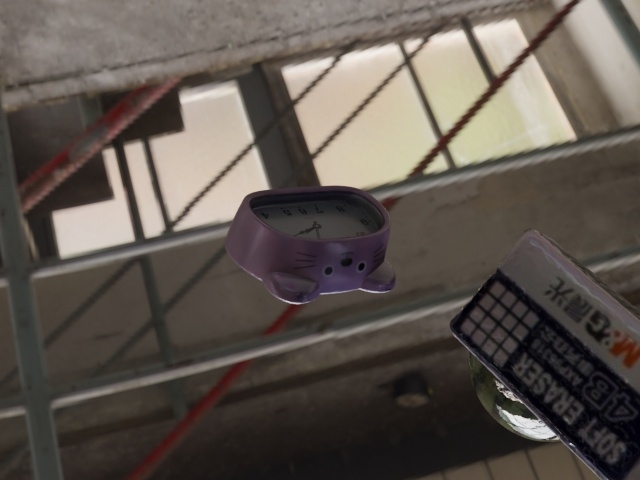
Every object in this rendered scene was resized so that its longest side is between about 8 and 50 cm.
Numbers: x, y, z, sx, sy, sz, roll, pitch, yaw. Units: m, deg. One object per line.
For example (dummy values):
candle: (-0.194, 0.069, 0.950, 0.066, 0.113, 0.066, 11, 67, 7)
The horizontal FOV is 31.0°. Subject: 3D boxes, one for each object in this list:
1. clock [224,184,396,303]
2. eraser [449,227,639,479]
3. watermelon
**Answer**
clock: (0.000, 0.000, 1.028, 0.153, 0.110, 0.050, -6, 128, -35)
eraser: (0.261, 0.127, 1.029, 0.130, 0.287, 0.086, -55, 148, 13)
watermelon: (0.289, 0.149, 1.449, 0.212, 0.212, 0.212, -13, 147, -9)
